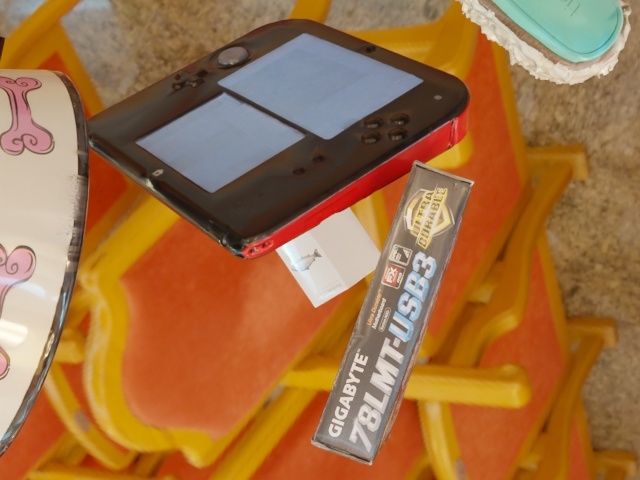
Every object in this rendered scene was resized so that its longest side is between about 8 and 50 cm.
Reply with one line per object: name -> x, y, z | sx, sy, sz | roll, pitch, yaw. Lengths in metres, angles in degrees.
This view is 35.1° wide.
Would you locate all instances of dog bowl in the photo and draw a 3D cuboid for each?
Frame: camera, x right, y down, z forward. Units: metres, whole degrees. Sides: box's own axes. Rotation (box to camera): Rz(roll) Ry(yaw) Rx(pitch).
dog bowl -> -0.374, 0.013, 0.968 | 0.150, 0.407, 0.408 | 14, 151, -33

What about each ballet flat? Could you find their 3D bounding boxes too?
ballet flat -> 0.123, -0.300, 0.981 | 0.409, 0.147, 0.147 | 47, 139, -2

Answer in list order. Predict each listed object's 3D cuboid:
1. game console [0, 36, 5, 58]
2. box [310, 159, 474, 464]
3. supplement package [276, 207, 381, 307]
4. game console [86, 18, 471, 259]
game console -> -0.554, -0.134, 1.410 | 0.044, 0.213, 0.361 | 41, 136, 7
box -> 0.084, 0.083, 1.101 | 0.073, 0.295, 0.293 | 19, 177, 9
supplement package -> 0.000, 0.000, 1.676 | 0.179, 0.105, 0.105 | 55, 140, 0
game console -> -0.056, -0.140, 1.172 | 0.387, 0.342, 0.060 | 32, 143, 45
